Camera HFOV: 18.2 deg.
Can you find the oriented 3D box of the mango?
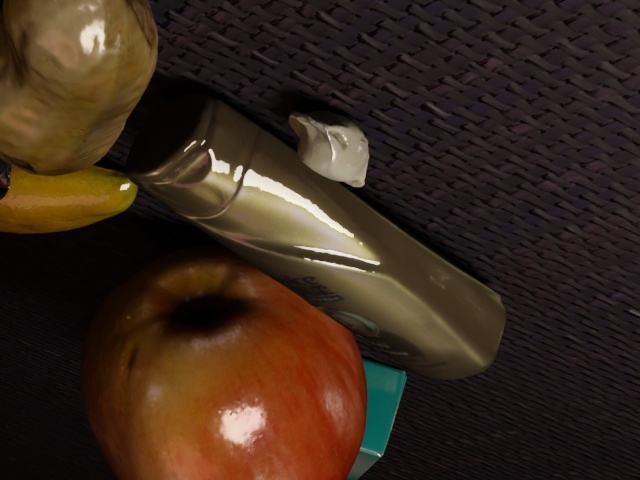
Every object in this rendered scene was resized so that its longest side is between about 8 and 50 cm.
[{"bbox_3d":[-0.229,-0.040,1.606,0.187,0.066,0.101,2,159,19],"label":"mango"}]

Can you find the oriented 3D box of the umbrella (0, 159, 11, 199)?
[{"bbox_3d":[-0.344,-0.060,1.567,0.272,0.110,0.122,-8,108,46],"label":"umbrella"}]

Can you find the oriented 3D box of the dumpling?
[{"bbox_3d":[0.002,-0.067,1.367,0.059,0.043,0.077,24,-176,36],"label":"dumpling"}]

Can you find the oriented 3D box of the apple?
[{"bbox_3d":[-0.077,0.122,1.670,0.242,0.242,0.241,8,144,23],"label":"apple"}]

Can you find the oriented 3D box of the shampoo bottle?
[{"bbox_3d":[0.000,0.000,1.490,0.125,0.084,0.350,1,155,43],"label":"shampoo bottle"}]

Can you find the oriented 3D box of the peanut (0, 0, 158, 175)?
[{"bbox_3d":[-0.169,-0.114,1.270,0.120,0.110,0.236,27,158,-4],"label":"peanut"}]

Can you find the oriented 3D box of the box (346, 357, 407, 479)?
[{"bbox_3d":[-0.055,0.147,1.932,0.244,0.092,0.153,18,161,-3],"label":"box"}]
